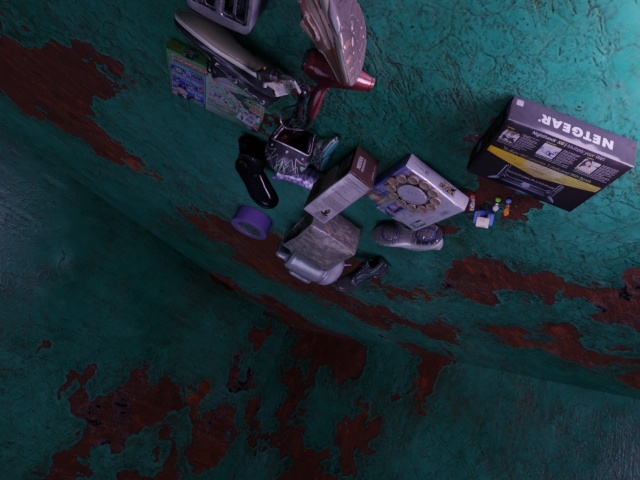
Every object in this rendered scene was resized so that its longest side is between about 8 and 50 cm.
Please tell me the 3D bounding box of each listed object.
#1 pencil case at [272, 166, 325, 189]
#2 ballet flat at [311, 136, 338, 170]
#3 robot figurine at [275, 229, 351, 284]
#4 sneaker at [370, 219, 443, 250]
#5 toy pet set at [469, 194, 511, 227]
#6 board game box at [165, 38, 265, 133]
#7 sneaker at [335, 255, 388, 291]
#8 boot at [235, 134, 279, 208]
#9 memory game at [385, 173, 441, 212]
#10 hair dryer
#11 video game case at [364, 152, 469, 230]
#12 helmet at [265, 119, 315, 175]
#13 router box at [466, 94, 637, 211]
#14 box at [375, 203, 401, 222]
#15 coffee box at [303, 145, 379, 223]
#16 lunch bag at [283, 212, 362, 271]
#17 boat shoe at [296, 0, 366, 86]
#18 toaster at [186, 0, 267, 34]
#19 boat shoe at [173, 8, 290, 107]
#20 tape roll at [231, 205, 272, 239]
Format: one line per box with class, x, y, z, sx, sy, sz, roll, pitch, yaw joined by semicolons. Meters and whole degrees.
pencil case;-0.063;-0.229;1.702;0.206;0.088;0.086;23;-179;4
ballet flat;0.007;-0.296;1.531;0.070;0.070;0.188;25;153;-4
robot figurine;-0.035;0.085;2.224;0.354;0.199;0.300;27;127;-12
sneaker;0.337;-0.001;1.819;0.297;0.111;0.129;9;160;32
toy pet set;0.541;-0.100;1.495;0.122;0.065;0.114;11;120;19
board game box;-0.322;-0.474;1.456;0.317;0.046;0.213;25;156;-5
sneaker;0.186;0.149;2.188;0.267;0.101;0.106;-24;136;-2
boot;-0.231;-0.250;1.718;0.246;0.094;0.207;55;159;6
memory game;0.294;-0.148;1.480;0.186;0.012;0.186;22;155;11
hair dryer;-0.002;-0.406;1.229;0.294;0.080;0.223;-4;150;21
video game case;0.310;-0.151;1.548;0.244;0.061;0.269;33;155;-14
helmet;-0.102;-0.290;1.507;0.169;0.161;0.169;19;157;8
router box;0.565;-0.209;1.172;0.309;0.081;0.243;22;158;1
box;0.270;-0.118;1.720;0.136;0.028;0.081;32;156;-14
coffee box;0.067;-0.180;1.536;0.098;0.141;0.246;36;135;-20
lunch bag;0.000;0.000;2.003;0.235;0.169;0.287;34;142;-16
boat shoe;0.016;-0.492;1.027;0.116;0.123;0.324;14;148;30
toaster;-0.206;-0.577;1.038;0.168;0.110;0.185;26;157;-5
boat shoe;-0.251;-0.479;1.258;0.340;0.127;0.113;25;132;-27
tape roll;-0.338;-0.087;2.285;0.189;0.080;0.189;19;157;8
